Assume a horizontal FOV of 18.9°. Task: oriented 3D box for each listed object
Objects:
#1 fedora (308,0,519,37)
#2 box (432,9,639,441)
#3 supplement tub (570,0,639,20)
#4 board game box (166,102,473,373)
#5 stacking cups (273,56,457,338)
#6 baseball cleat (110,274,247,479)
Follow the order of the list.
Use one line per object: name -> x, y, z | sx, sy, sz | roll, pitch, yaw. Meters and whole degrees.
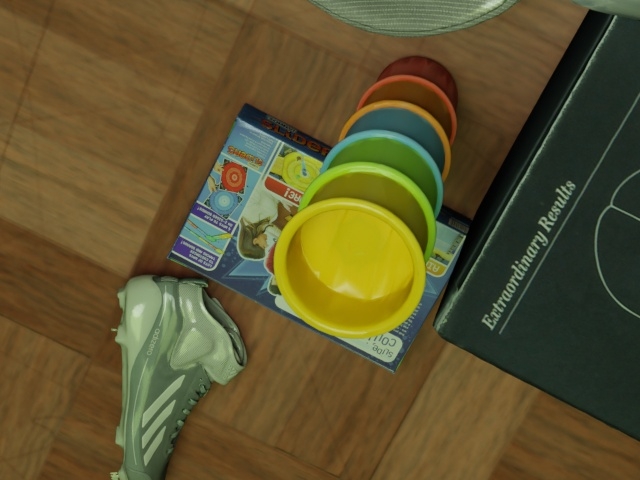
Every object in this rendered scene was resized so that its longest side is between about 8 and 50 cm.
fedora -> 0.045, -0.222, 1.276 | 0.275, 0.124, 0.244 | 8, 144, -12
box -> 0.325, -0.001, 1.320 | 0.395, 0.212, 0.293 | 28, 116, 0
supplement tub -> 0.299, -0.199, 1.110 | 0.316, 0.193, 0.193 | 11, 117, -17
board game box -> 0.000, 0.000, 1.486 | 0.201, 0.035, 0.136 | 28, 116, -2
stacking cups -> 0.051, -0.042, 1.302 | 0.096, 0.316, 0.096 | 5, 114, 12
baseball cleat -> -0.114, 0.126, 1.545 | 0.109, 0.072, 0.206 | 2, 118, 3
